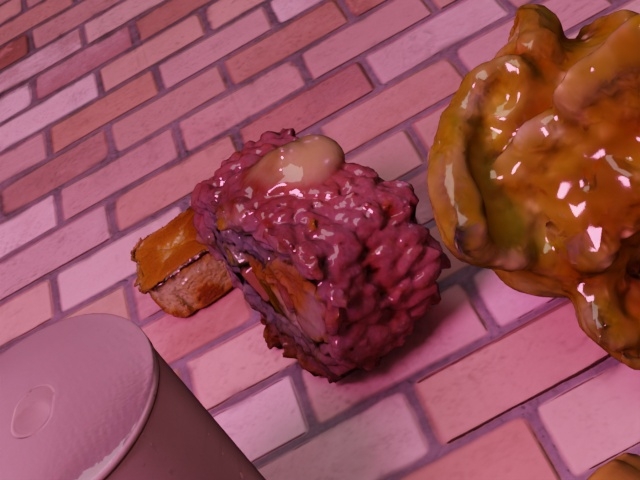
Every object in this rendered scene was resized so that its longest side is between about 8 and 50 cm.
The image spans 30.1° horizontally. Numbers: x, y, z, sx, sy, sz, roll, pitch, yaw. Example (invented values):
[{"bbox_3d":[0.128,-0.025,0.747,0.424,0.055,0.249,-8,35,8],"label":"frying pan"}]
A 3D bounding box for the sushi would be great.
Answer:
[{"bbox_3d":[0.000,0.000,1.189,0.171,0.236,0.270,-34,32,-17],"label":"sushi"}]

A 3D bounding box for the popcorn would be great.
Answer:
[{"bbox_3d":[0.215,-0.071,1.038,0.325,0.321,0.290,-24,33,-21],"label":"popcorn"}]

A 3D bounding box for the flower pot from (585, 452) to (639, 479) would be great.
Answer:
[{"bbox_3d":[0.206,0.240,0.740,0.195,0.195,0.179,-38,69,-8],"label":"flower pot"}]

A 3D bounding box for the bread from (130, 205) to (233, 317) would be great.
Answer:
[{"bbox_3d":[-0.153,0.020,1.406,0.140,0.069,0.128,-36,35,1],"label":"bread"}]

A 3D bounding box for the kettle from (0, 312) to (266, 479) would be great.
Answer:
[{"bbox_3d":[-0.147,0.251,0.926,0.205,0.318,0.265,2,47,36],"label":"kettle"}]
